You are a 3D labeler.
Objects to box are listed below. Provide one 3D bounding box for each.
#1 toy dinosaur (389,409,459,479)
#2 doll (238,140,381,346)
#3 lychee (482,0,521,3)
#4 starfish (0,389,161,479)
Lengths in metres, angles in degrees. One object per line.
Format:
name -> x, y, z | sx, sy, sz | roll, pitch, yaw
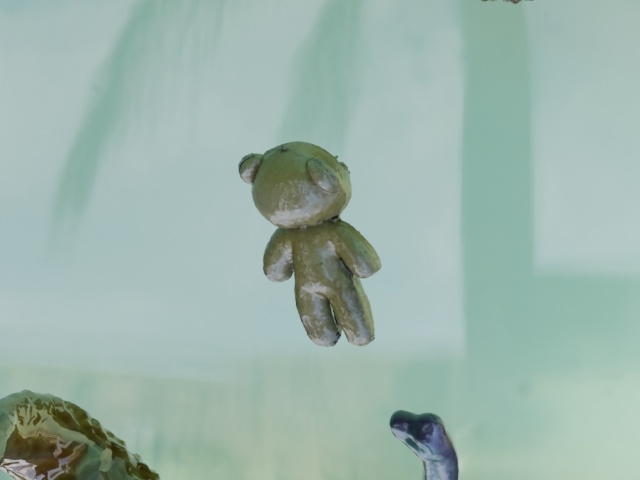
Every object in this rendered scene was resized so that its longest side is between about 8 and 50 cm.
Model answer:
toy dinosaur -> 0.189, 0.304, 1.180 | 0.383, 0.129, 0.331 | 26, 138, 6
doll -> -0.005, 0.003, 0.668 | 0.061, 0.093, 0.051 | -4, 180, 36
lychee -> 0.161, -0.322, 1.321 | 0.236, 0.236, 0.271 | 4, 179, -2
starfish -> -0.105, 0.231, 0.411 | 0.324, 0.432, 0.082 | 40, 133, 4
